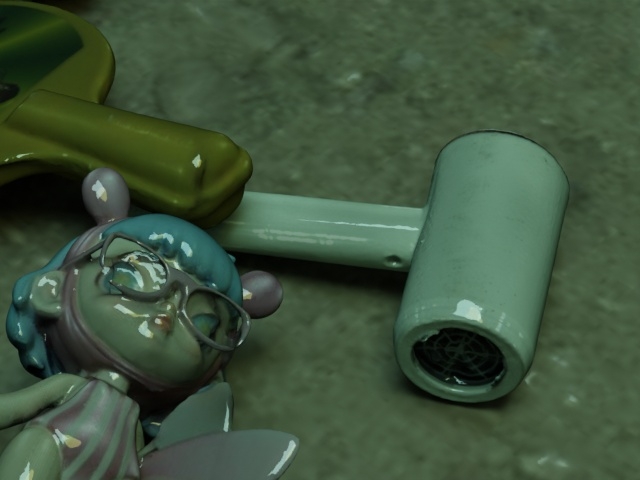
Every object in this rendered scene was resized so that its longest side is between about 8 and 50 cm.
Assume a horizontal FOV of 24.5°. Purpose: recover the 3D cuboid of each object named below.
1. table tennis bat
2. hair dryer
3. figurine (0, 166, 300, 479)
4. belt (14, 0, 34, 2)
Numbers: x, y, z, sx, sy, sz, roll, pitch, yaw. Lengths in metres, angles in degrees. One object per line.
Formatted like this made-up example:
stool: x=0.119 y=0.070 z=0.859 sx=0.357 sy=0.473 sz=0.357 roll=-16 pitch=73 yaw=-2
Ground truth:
table tennis bat: x=-0.172 y=-0.065 z=0.804 sx=0.321 sy=0.050 sz=0.198 roll=17 pitch=45 yaw=33
hair dryer: x=0.000 y=0.000 z=0.752 sx=0.236 sy=0.073 sz=0.131 roll=9 pitch=47 yaw=12
figurine: x=-0.124 y=0.081 z=0.635 sx=0.205 sy=0.103 sz=0.260 roll=28 pitch=51 yaw=-8
belt: x=-0.235 y=-0.223 z=0.939 sx=0.218 sy=0.128 sz=0.122 roll=21 pitch=19 yaw=21
